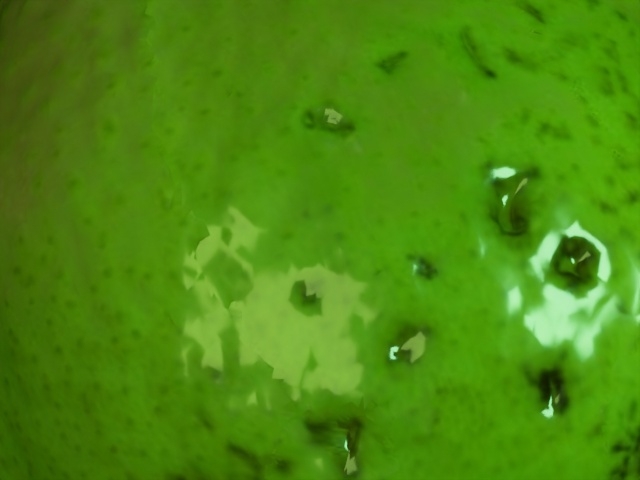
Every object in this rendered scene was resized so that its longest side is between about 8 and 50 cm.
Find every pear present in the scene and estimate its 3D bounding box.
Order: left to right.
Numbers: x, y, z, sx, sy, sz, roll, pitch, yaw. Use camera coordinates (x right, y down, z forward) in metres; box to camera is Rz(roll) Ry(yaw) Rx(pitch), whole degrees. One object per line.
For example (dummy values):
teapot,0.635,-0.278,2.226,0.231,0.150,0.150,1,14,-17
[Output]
pear,0.000,0.000,0.651,0.391,0.391,0.391,3,101,17
